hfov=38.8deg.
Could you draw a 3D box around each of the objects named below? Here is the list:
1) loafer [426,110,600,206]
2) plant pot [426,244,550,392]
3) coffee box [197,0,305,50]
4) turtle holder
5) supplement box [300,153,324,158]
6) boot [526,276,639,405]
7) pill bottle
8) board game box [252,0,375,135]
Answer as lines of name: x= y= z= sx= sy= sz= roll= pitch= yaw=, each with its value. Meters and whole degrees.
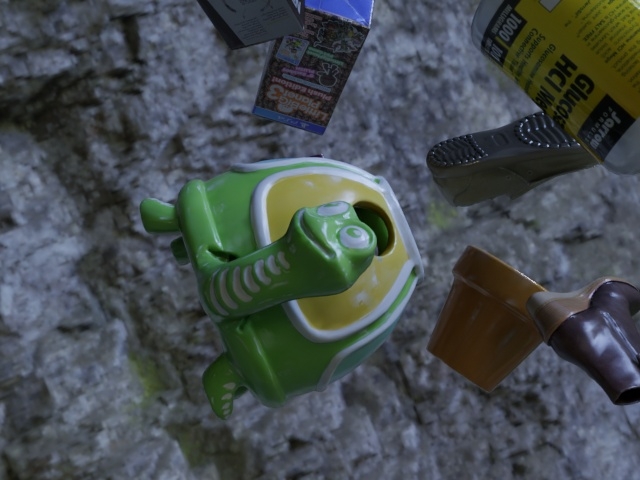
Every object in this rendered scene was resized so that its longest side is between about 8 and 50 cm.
loafer: x=0.283 y=-0.112 z=1.274 sx=0.269 sy=0.092 sz=0.102 roll=-9 pitch=40 yaw=2
plant pot: x=0.279 y=0.140 z=1.508 sx=0.188 sy=0.205 sz=0.205 roll=-56 pitch=0 yaw=0
coffee box: x=-0.125 y=-0.412 z=1.177 sx=0.119 sy=0.168 sz=0.297 roll=-10 pitch=-31 yaw=18
turtle holder: x=-0.030 y=0.015 z=0.860 sx=0.227 sy=0.243 sz=0.320 roll=-21 pitch=-32 yaw=-3
supplement box: x=0.000 y=0.000 z=1.437 sx=0.073 sy=0.239 sz=0.130 roll=-14 pitch=-20 yaw=-11
boot: x=0.432 y=0.149 z=1.309 sx=0.248 sy=0.207 sz=0.090 roll=-2 pitch=-51 yaw=-36
pill bottle: x=0.352 y=-0.199 z=1.065 sx=0.188 sy=0.334 sz=0.188 roll=-39 pitch=-17 yaw=-14
board game box: x=-0.006 y=-0.378 z=1.627 sx=0.141 sy=0.232 sz=0.291 roll=16 pitch=-35 yaw=-8
